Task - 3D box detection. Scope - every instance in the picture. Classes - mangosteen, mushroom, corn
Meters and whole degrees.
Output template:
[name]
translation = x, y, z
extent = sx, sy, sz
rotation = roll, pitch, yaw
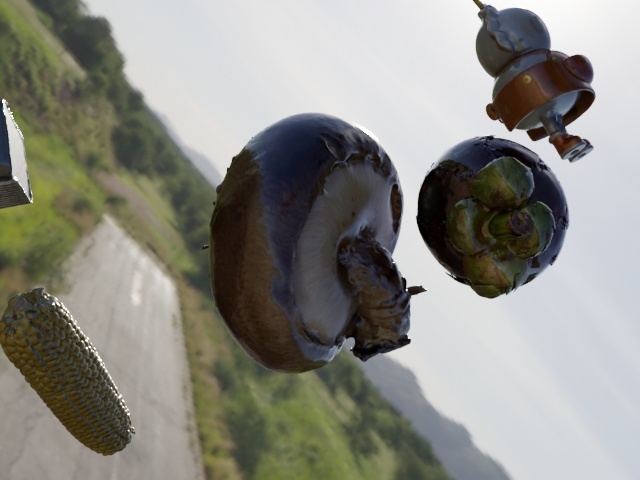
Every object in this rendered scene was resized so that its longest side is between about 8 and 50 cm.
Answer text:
[mangosteen]
translation = 0.179, -0.024, 1.140
extent = 0.166, 0.166, 0.180
rotation = 50, 8, -7
[mushroom]
translation = -0.008, 0.006, 1.185
extent = 0.163, 0.297, 0.278
rotation = -7, -60, 40
[corn]
translation = -0.311, 0.169, 1.370
extent = 0.091, 0.091, 0.260
rotation = 12, -38, 40

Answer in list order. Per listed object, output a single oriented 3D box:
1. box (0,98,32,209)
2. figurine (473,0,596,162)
[box]
translation = -0.469, -0.092, 1.398
extent = 0.274, 0.178, 0.138
rotation = 142, -59, -79
[figurine]
translation = 0.264, -0.219, 1.445
extent = 0.271, 0.143, 0.143
rotation = 48, -3, 24
